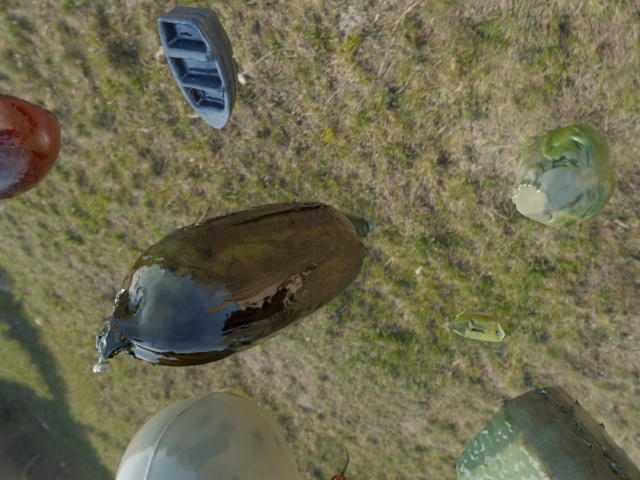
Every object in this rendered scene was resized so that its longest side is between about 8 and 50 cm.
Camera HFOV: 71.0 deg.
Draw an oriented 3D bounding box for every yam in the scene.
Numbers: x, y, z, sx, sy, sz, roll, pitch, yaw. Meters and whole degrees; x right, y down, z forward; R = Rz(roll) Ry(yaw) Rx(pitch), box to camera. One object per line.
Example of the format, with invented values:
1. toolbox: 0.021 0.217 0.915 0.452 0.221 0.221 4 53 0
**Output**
1. yam: 0.240 0.298 0.420 0.201 0.271 0.203 23 115 -25

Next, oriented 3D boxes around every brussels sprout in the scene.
1. brussels sprout: 0.696 -0.170 1.291 0.242 0.317 0.274 32 168 46

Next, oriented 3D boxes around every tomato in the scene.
1. tomato: -0.741 -0.185 0.952 0.334 0.177 0.290 -7 171 -5

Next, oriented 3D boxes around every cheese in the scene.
1. cheese: -0.346 -0.013 1.235 0.034 0.400 0.085 39 101 -14

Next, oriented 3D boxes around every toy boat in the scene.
1. toy boat: -0.245 -0.355 0.955 0.127 0.078 0.283 11 152 11

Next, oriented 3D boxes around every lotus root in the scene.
1. lotus root: -0.102 0.060 0.622 0.179 0.397 0.196 54 141 27

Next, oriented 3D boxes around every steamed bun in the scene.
1. steamed bun: -0.192 0.467 0.806 0.333 0.333 0.375 -9 98 34

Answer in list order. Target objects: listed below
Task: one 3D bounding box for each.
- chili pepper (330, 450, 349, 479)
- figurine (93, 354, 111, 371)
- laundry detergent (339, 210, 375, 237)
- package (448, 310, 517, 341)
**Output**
1. chili pepper: 0.025 0.614 1.005 0.050 0.268 0.059 4 146 33
2. figurine: -0.626 0.352 1.287 0.083 0.047 0.051 -21 74 48
3. laundry detergent: 0.000 0.000 0.825 0.210 0.063 0.138 -10 112 -17
4. package: 0.575 0.303 1.598 0.226 0.168 0.090 6 97 26
